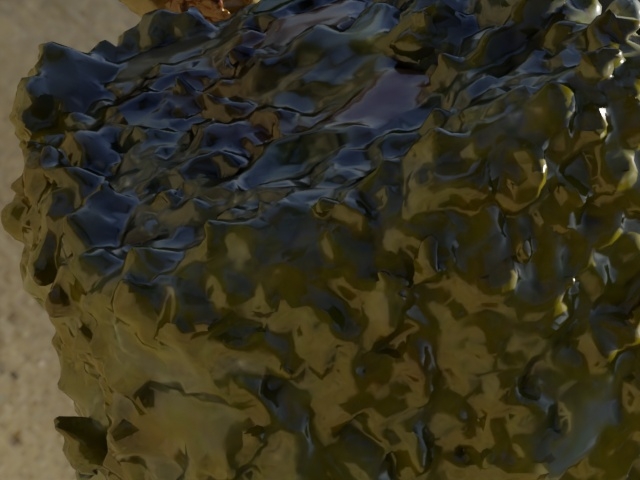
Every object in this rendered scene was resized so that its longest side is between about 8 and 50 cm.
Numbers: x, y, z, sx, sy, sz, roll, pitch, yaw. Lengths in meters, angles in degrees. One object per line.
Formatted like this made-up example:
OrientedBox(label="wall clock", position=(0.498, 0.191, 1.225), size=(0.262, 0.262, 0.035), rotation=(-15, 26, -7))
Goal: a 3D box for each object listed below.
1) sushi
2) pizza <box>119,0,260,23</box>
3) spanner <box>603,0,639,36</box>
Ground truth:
OrientedBox(label="sushi", position=(0.000, 0.000, 0.955), size=(0.396, 0.351, 0.240), rotation=(-123, -170, -62))
OrientedBox(label="pizza", position=(-0.150, -0.248, 1.347), size=(0.365, 0.074, 0.182), rotation=(48, -17, -31))
OrientedBox(label="spanner", position=(0.181, -0.067, 1.468), size=(0.040, 0.325, 0.095), rotation=(38, 20, 16))
